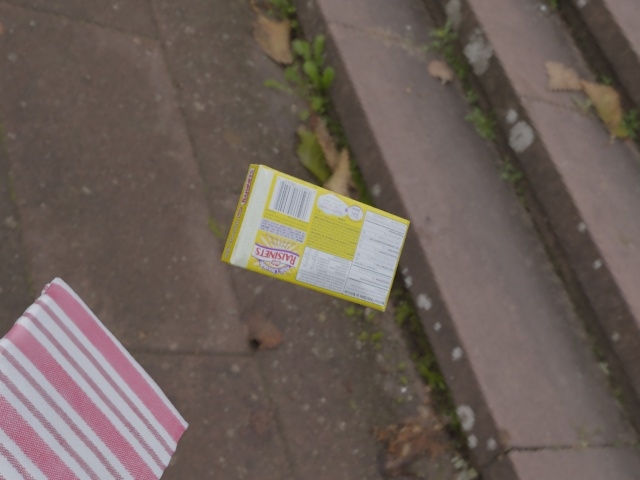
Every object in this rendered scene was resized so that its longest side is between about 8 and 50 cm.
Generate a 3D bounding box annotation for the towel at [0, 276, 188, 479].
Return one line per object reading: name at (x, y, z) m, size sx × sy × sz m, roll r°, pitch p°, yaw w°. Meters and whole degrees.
towel at (-0.163, 0.124, 0.643) m, size 0.144 × 0.029 × 0.197 m, roll 54°, pitch 28°, yaw -16°

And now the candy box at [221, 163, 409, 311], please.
candy box at (0.000, 0.000, 1.095) m, size 0.206 × 0.027 × 0.105 m, roll 19°, pitch 88°, yaw -35°
